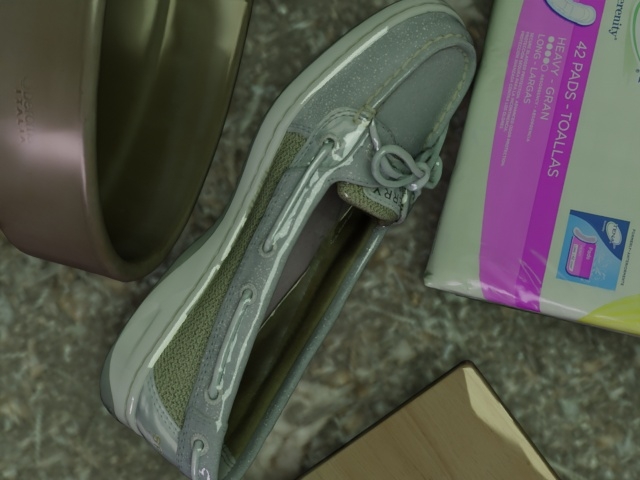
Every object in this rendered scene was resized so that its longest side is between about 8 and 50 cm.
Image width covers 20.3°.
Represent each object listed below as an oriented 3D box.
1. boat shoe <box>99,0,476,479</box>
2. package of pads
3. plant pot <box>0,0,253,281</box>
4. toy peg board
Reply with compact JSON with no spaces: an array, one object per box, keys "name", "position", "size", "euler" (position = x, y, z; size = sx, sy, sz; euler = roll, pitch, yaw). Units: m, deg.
[{"name":"boat shoe","position":[-0.002,0.000,1.070],"size":[0.103,0.118,0.320],"euler":[37,88,31]},{"name":"package of pads","position":[0.232,-0.049,1.079],"size":[0.296,0.101,0.229],"euler":[13,88,17]},{"name":"plant pot","position":[-0.202,-0.159,0.987],"size":[0.280,0.323,0.323],"euler":[10,88,8]},{"name":"toy peg board","position":[0.076,0.177,1.126],"size":[0.160,0.079,0.161],"euler":[-36,94,9]}]
